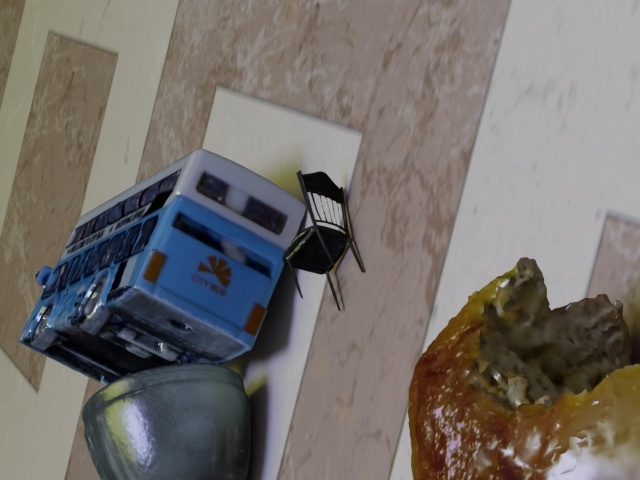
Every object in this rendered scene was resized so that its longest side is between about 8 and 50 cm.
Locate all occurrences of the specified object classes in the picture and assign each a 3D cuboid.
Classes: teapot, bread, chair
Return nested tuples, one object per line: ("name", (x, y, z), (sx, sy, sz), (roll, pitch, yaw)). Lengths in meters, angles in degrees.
("teapot", (-0.104, 0.154, 1.311), (0.149, 0.111, 0.108), (-45, 50, 48))
("bread", (0.106, 0.168, 0.759), (0.185, 0.109, 0.380), (127, 150, -48))
("chair", (-0.001, 0.001, 1.226), (0.042, 0.037, 0.086), (-49, 37, 32))

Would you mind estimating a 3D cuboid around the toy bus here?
("toy bus", (-0.120, 0.031, 1.403), (0.297, 0.106, 0.131), (-20, 45, 66))
